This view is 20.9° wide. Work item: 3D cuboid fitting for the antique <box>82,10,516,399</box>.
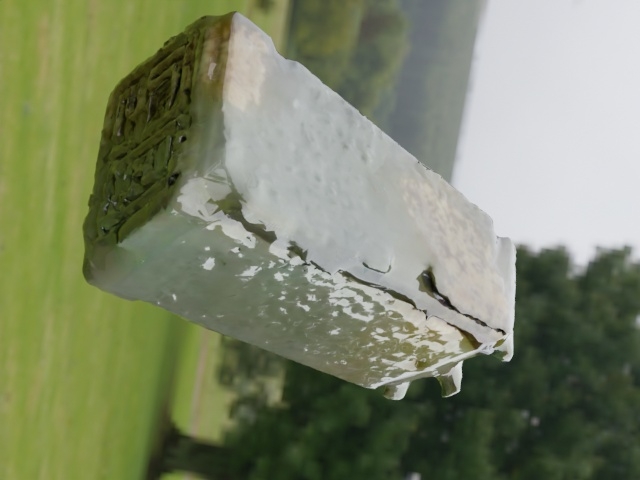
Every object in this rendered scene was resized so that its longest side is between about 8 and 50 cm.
[{"bbox_3d":[0.000,0.000,1.085,0.125,0.284,0.150,-31,-141,40],"label":"antique"}]
